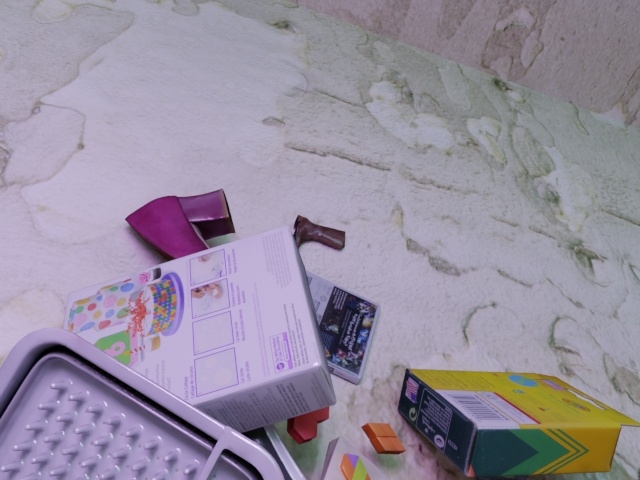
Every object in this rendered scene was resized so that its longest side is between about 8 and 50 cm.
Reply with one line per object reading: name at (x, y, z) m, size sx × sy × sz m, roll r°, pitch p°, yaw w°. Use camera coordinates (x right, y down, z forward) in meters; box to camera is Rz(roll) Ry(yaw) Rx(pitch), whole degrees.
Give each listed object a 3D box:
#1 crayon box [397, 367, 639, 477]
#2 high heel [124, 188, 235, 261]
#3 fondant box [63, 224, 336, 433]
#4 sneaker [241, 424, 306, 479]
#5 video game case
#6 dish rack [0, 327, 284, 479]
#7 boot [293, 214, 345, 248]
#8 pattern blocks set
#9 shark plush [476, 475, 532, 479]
crayon box at (0.309, 0.279, 0.961) m, size 0.318 × 0.081 × 0.202 m, roll 7°, pitch 9°, yaw -21°
high heel at (-0.213, 0.081, 0.992) m, size 0.181 × 0.127 × 0.377 m, roll -15°, pitch 51°, yaw -3°
fondant box at (-0.166, 0.135, 0.796) m, size 0.330 × 0.096 × 0.238 m, roll -17°, pitch 45°, yaw 2°
sneaker at (-0.126, 0.286, 0.764) m, size 0.146 × 0.105 × 0.296 m, roll -16°, pitch 58°, yaw -47°
video game case at (0.009, 0.143, 1.075) m, size 0.173 × 0.022 × 0.190 m, roll 25°, pitch 37°, yaw 0°
dish rack at (-0.225, 0.278, 0.636) m, size 0.332 × 0.286 × 0.072 m, roll 28°, pitch -6°, yaw 9°
boot at (0.000, 0.000, 1.229) m, size 0.114 × 0.037 × 0.106 m, roll 23°, pitch 40°, yaw -11°
pattern blocks set at (0.063, 0.347, 0.779) m, size 0.324 × 0.026 × 0.286 m, roll 34°, pitch 36°, yaw -22°
shark plush at (0.305, 0.405, 0.931) m, size 0.067 × 0.073 × 0.161 m, roll -27°, pitch 74°, yaw -18°
